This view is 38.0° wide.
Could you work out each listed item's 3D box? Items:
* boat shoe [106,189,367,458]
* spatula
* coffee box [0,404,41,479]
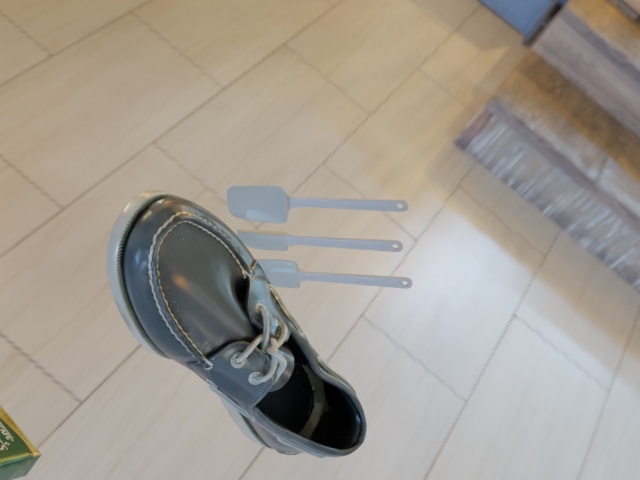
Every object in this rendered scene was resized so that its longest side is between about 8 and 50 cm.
[{"bbox_3d":[-0.050,0.077,0.730,0.099,0.319,0.116,13,58,35],"label":"boat shoe"},{"bbox_3d":[0.000,0.000,1.235,0.242,0.168,0.019,3,31,13],"label":"spatula"},{"bbox_3d":[-0.414,0.231,1.043,0.113,0.040,0.184,43,15,20],"label":"coffee box"}]
